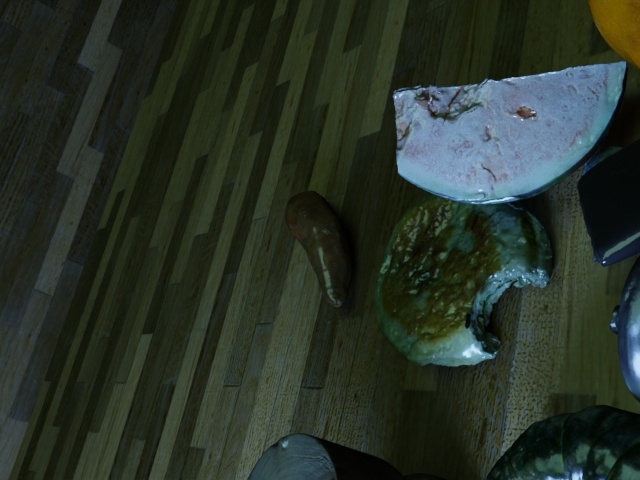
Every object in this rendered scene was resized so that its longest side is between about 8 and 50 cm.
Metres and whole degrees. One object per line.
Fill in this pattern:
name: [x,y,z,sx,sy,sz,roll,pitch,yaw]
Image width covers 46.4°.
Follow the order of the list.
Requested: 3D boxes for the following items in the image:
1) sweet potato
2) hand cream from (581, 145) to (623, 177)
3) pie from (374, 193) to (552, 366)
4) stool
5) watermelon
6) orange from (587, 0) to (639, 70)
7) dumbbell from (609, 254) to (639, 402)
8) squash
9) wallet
sweet potato: [0.001,0.000,1.349,0.097,0.097,0.292,-48,37,21]
hand cream: [0.393,-0.057,0.909,0.095,0.046,0.175,-51,40,9]
pie: [0.191,0.045,1.084,0.302,0.067,0.302,-32,42,35]
stool: [0.054,0.345,0.879,0.179,0.264,0.179,-32,44,37]
watermelon: [0.260,-0.153,1.020,0.305,0.180,0.224,-7,41,17]
orange: [0.444,-0.324,0.855,0.284,0.226,0.284,-19,64,43]
dumbbell: [0.435,0.090,0.629,0.406,0.179,0.179,4,70,53]
squash: [0.272,0.289,0.715,0.252,0.165,0.252,-31,43,34]
wallet: [0.440,-0.107,0.779,0.377,0.051,0.197,-32,20,25]
